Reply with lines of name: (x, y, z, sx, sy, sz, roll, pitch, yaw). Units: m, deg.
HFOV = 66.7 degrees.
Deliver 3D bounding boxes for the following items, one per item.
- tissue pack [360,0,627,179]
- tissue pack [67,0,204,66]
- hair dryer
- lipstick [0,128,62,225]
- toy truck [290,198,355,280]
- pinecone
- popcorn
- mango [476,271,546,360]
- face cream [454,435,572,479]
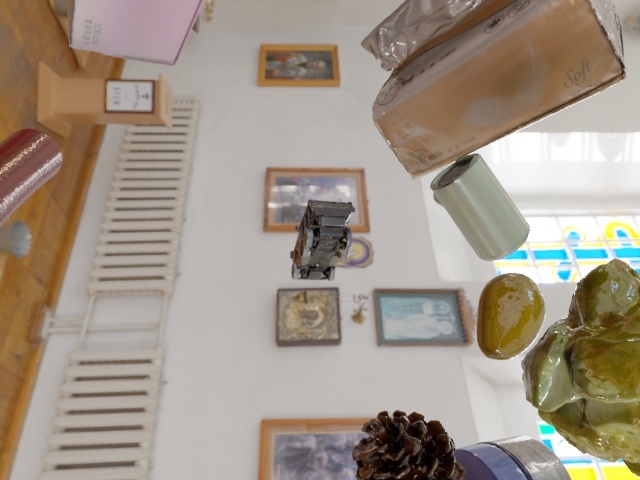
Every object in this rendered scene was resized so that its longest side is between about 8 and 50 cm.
tissue pack: (0.217, -0.268, 0.674, 0.305, 0.238, 0.239, -25, -120, 43)
tissue pack: (-0.119, -0.257, 0.335, 0.246, 0.092, 0.149, -26, -112, 57)
hair dryer: (0.099, -0.032, 0.350, 0.063, 0.037, 0.124, 52, 7, -13)
lipstick: (-0.404, -0.071, 0.609, 0.241, 0.080, 0.080, -103, -167, -61)
toy truck: (0.000, 0.000, 0.861, 0.192, 0.083, 0.092, 114, -25, -57)
pinecone: (0.122, 0.324, 0.709, 0.173, 0.173, 0.174, 179, -90, -85)
popcorn: (0.417, 0.172, 0.683, 0.226, 0.276, 0.276, 50, 14, -25)
mango: (0.394, 0.161, 1.027, 0.195, 0.137, 0.098, -58, 159, -9)
face cream: (0.426, 0.594, 1.118, 0.249, 0.224, 0.249, -8, -99, 64)
